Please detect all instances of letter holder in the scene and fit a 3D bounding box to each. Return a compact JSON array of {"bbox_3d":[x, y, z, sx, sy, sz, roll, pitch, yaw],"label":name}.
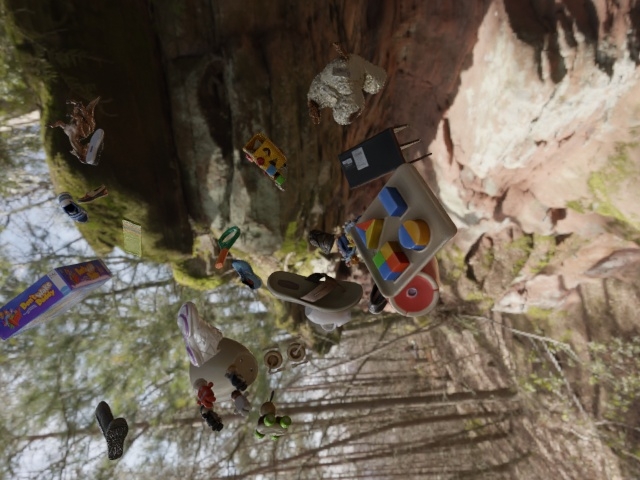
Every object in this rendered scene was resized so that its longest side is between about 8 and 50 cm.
[{"bbox_3d":[0.259,-0.338,1.946,0.302,0.214,0.152,-19,94,50],"label":"letter holder"}]

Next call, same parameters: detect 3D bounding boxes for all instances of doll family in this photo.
[{"bbox_3d":[0.141,0.020,2.208,0.163,0.118,0.263,57,132,32],"label":"doll family"}]

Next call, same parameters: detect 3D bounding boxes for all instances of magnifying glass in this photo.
[{"bbox_3d":[-0.336,0.021,1.744,0.026,0.092,0.231,54,-159,-29],"label":"magnifying glass"}]

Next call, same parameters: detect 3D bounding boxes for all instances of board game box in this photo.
[{"bbox_3d":[-0.805,0.167,1.505,0.078,0.233,0.347,53,177,-5],"label":"board game box"}]

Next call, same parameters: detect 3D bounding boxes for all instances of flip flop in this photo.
[{"bbox_3d":[-0.016,0.131,1.396,0.080,0.277,0.112,99,-175,-49],"label":"flip flop"}]

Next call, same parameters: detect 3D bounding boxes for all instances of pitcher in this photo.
[{"bbox_3d":[0.019,0.371,2.414,0.178,0.207,0.125,-52,31,30],"label":"pitcher"}]

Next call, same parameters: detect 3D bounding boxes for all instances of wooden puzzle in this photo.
[{"bbox_3d":[0.242,-0.034,1.617,0.348,0.080,0.322,-51,50,34],"label":"wooden puzzle"}]

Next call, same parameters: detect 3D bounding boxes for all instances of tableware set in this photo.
[{"bbox_3d":[-0.160,0.521,2.201,0.039,0.194,0.128,154,98,-87],"label":"tableware set"}]

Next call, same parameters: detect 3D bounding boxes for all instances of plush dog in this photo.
[{"bbox_3d":[0.046,-0.491,1.556,0.210,0.225,0.262,47,-123,-21],"label":"plush dog"}]

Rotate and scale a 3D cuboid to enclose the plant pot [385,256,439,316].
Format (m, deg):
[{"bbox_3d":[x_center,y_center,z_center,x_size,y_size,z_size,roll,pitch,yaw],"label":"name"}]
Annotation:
[{"bbox_3d":[0.357,0.166,1.969,0.243,0.275,0.275,-78,-16,-72],"label":"plant pot"}]

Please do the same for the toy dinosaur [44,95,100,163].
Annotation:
[{"bbox_3d":[-1.019,-0.478,2.103,0.200,0.127,0.296,59,-138,-46],"label":"toy dinosaur"}]

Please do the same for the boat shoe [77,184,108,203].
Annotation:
[{"bbox_3d":[-0.920,-0.184,1.979,0.137,0.049,0.043,-38,-52,-51],"label":"boat shoe"}]

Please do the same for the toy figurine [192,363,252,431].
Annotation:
[{"bbox_3d":[-0.394,0.630,1.984,0.148,0.209,0.213,31,137,52],"label":"toy figurine"}]

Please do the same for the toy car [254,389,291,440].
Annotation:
[{"bbox_3d":[-0.227,0.810,2.303,0.155,0.149,0.188,-58,28,36],"label":"toy car"}]

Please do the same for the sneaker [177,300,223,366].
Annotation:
[{"bbox_3d":[-0.470,0.350,1.933,0.114,0.152,0.305,36,139,43],"label":"sneaker"}]

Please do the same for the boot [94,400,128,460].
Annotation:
[{"bbox_3d":[-0.743,0.642,1.741,0.208,0.076,0.190,44,121,51],"label":"boot"}]

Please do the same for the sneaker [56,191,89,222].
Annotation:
[{"bbox_3d":[-0.815,-0.097,1.624,0.059,0.053,0.144,50,168,32],"label":"sneaker"}]

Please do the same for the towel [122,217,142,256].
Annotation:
[{"bbox_3d":[-0.971,-0.012,2.538,0.021,0.102,0.237,-65,-6,-47],"label":"towel"}]

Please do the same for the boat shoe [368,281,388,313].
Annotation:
[{"bbox_3d":[0.339,0.223,2.541,0.095,0.112,0.335,80,-147,-59],"label":"boat shoe"}]

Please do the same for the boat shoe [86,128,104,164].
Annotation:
[{"bbox_3d":[-0.857,-0.357,1.886,0.040,0.049,0.142,26,-101,-59],"label":"boat shoe"}]

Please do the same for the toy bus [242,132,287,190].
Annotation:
[{"bbox_3d":[-0.172,-0.286,1.732,0.191,0.104,0.202,42,178,2],"label":"toy bus"}]

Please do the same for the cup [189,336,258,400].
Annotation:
[{"bbox_3d":[-0.450,0.643,2.464,0.331,0.237,0.331,16,-112,-46],"label":"cup"}]

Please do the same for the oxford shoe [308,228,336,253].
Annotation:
[{"bbox_3d":[0.000,0.000,1.884,0.227,0.096,0.083,-171,102,-78],"label":"oxford shoe"}]

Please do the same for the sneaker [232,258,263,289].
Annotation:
[{"bbox_3d":[-0.318,0.146,2.095,0.063,0.162,0.073,-51,-9,31],"label":"sneaker"}]
